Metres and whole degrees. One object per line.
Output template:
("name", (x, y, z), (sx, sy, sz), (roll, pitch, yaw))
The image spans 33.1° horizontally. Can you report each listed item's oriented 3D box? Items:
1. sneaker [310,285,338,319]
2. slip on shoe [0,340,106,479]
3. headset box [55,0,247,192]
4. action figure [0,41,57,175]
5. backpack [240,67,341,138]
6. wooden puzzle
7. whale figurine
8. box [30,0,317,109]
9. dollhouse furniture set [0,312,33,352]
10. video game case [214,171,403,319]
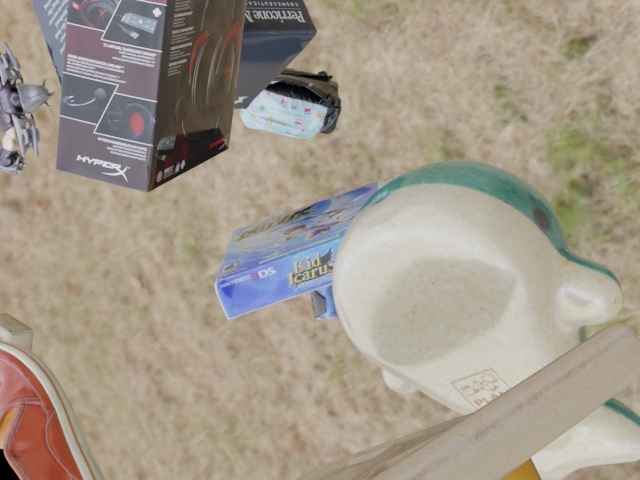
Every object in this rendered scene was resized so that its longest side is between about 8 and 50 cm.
("sneaker", (0.103, 0.041, 1.793), (0.147, 0.330, 0.130), (11, 118, 36))
("slip on shoe", (-0.301, 0.210, 1.071), (0.331, 0.101, 0.123), (46, 131, 44))
("headset box", (-0.163, -0.222, 1.106), (0.110, 0.218, 0.293), (14, 109, 13))
("action figure", (-0.495, -0.171, 1.525), (0.099, 0.285, 0.185), (19, -124, -70))
("backpack", (-0.059, -0.259, 2.016), (0.152, 0.181, 0.115), (-103, 25, -64))
("wooden puzzle", (-0.012, 0.185, 0.593), (0.348, 0.322, 0.081), (-37, 78, 45))
("whale figurine", (0.136, 0.057, 0.801), (0.272, 0.141, 0.216), (47, 133, -14))
("box", (-0.237, -0.393, 1.494), (0.212, 0.293, 0.396), (-37, 71, 45))
("dollhouse furniture set", (-0.620, 0.227, 1.813), (0.212, 0.242, 0.161), (22, 110, 43))
("video game case", (0.000, 0.000, 1.463), (0.244, 0.269, 0.061), (-85, -25, -75))
